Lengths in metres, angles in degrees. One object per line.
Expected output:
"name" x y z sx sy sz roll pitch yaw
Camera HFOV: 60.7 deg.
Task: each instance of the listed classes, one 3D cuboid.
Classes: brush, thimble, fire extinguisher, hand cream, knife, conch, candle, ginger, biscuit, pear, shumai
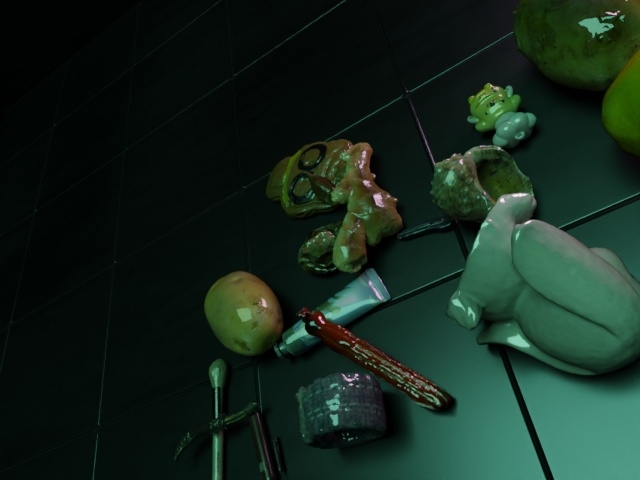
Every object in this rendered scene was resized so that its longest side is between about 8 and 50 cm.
"brush" -0.214 0.390 1.135 0.042 0.039 0.299 -15 58 16
"thimble" 0.038 0.290 0.928 0.150 0.150 0.097 -23 55 24
"fire extinguisher" -0.099 0.407 1.041 0.049 0.035 0.173 -10 48 -14
"hand cream" 0.019 0.155 1.100 0.256 0.055 0.088 -34 47 6
"knife" 0.209 -0.022 1.083 0.121 0.018 0.031 -20 51 28
"conch" 0.295 -0.094 0.986 0.207 0.130 0.155 38 102 30
"candle" 0.084 0.209 0.976 0.329 0.048 0.051 27 50 33
"ginger" 0.090 -0.084 1.145 0.148 0.081 0.333 -7 59 6
"biscuit" -0.017 -0.151 1.314 0.291 0.041 0.208 -1 64 37
"pear" 0.560 -0.213 0.808 0.269 0.212 0.212 -15 54 45
"shumai" 0.012 0.001 1.171 0.139 0.105 0.123 -14 48 -1
"knife" -0.213 0.376 1.107 0.222 0.021 0.045 -34 54 10

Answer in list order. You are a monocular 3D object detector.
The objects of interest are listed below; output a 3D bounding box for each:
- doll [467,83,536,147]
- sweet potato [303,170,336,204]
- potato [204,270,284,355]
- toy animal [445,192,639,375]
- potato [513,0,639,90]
"doll" 0.356 -0.247 1.081 0.106 0.062 0.162 -39 48 17
"sweet potato" -0.002 -0.125 1.234 0.049 0.049 0.117 -48 59 3
"potato" -0.170 0.150 1.185 0.150 0.146 0.234 -32 40 -24
"toy animal" 0.339 0.091 0.798 0.265 0.271 0.206 28 52 21
"potato" 0.480 -0.395 1.004 0.210 0.173 0.307 -30 46 16
